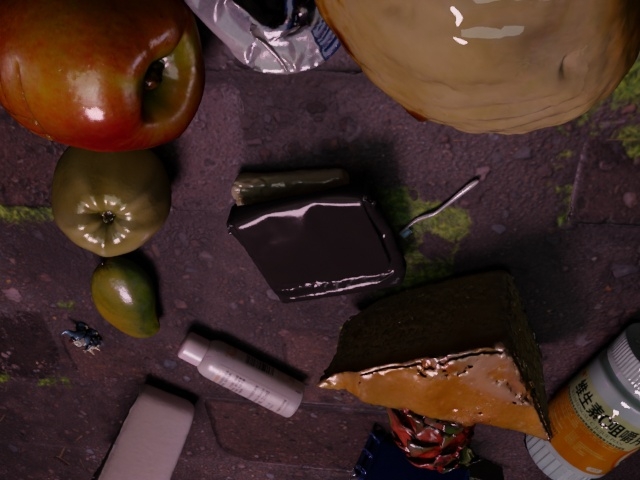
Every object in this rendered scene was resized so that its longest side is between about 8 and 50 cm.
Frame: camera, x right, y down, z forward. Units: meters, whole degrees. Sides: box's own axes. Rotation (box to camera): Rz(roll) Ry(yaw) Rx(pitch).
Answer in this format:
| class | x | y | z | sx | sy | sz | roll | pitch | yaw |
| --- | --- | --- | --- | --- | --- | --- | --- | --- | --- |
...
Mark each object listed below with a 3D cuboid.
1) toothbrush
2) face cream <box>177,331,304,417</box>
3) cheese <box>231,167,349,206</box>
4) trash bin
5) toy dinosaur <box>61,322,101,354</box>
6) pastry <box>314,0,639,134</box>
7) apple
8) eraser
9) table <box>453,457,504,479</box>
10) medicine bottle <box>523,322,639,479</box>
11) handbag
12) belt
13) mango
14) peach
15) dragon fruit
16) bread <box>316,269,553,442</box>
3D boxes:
| class | x | y | z | sx | sy | sz | roll | pitch | yaw |
| --- | --- | --- | --- | --- | --- | --- | --- | --- | --- |
| toothbrush | 0.187 | -0.052 | 0.964 | 0.017 | 0.014 | 0.162 | 46 | 122 | -6 |
| face cream | -0.163 | 0.270 | 1.229 | 0.269 | 0.082 | 0.082 | 31 | 126 | -13 |
| cheese | -0.047 | -0.082 | 0.966 | 0.193 | 0.043 | 0.065 | -2 | 126 | 11 |
| trash bin | 0.188 | 0.524 | 1.274 | 0.234 | 0.162 | 0.184 | 6 | 123 | 25 |
| toy dinosaur | -0.500 | 0.207 | 1.265 | 0.083 | 0.047 | 0.030 | 41 | 125 | -21 |
| pastry | 0.161 | -0.293 | 0.578 | 0.312 | 0.388 | 0.389 | 17 | 133 | 31 |
| apple | -0.326 | -0.071 | 0.945 | 0.200 | 0.200 | 0.200 | 5 | 127 | 7 |
| eraser | -0.417 | 0.525 | 1.326 | 0.149 | 0.331 | 0.331 | 27 | 127 | -11 |
| table | 0.300 | 0.540 | 1.359 | 0.175 | 0.062 | 0.146 | 21 | 128 | -9 |
| medicine bottle | 0.516 | 0.306 | 1.081 | 0.158 | 0.158 | 0.318 | 21 | 128 | -6 |
| handbag | 0.000 | 0.000 | 0.978 | 0.246 | 0.080 | 0.223 | -11 | 135 | 18 |
| belt | -0.082 | -0.373 | 0.708 | 0.212 | 0.117 | 0.347 | -19 | 121 | 21 |
| mango | -0.375 | 0.113 | 1.148 | 0.122 | 0.086 | 0.191 | 6 | 126 | 2 |
| peach | -0.294 | -0.251 | 0.778 | 0.274 | 0.248 | 0.245 | 19 | 103 | 20 |
| dragon fruit | 0.214 | 0.345 | 1.161 | 0.182 | 0.182 | 0.189 | -3 | 87 | 13 |
| bread | 0.214 | 0.220 | 1.023 | 0.315 | 0.248 | 0.279 | -25 | 117 | 30 |
